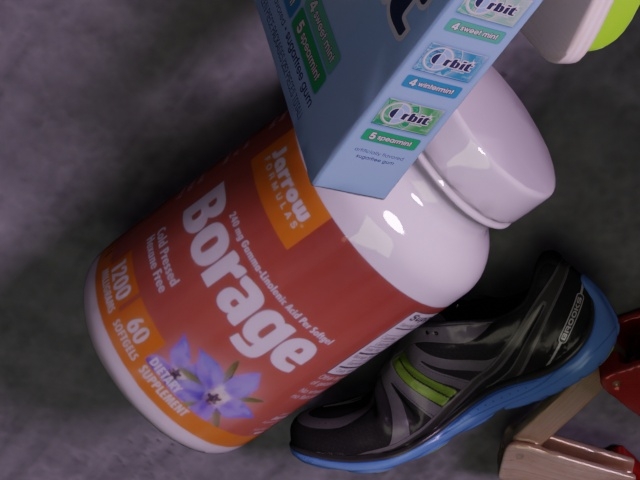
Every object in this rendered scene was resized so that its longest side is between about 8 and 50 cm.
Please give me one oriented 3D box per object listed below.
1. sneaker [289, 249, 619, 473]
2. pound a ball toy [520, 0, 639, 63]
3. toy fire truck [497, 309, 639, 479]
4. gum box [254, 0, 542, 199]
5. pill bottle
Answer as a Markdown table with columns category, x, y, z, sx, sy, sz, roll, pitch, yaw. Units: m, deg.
| category | x | y | z | sx | sy | sz | roll | pitch | yaw |
| --- | --- | --- | --- | --- | --- | --- | --- | --- | --- |
| sneaker | 0.062 | 0.062 | 1.034 | 0.188 | 0.067 | 0.078 | -29 | 98 | 22 |
| pound a ball toy | 0.193 | -0.192 | 0.820 | 0.208 | 0.136 | 0.319 | -1 | 131 | -27 |
| toy fire truck | 0.143 | 0.129 | 1.080 | 0.192 | 0.047 | 0.135 | -32 | 118 | 23 |
| gum box | 0.039 | -0.135 | 0.816 | 0.041 | 0.157 | 0.184 | 11 | 134 | -31 |
| pill bottle | 0.000 | 0.000 | 0.947 | 0.216 | 0.121 | 0.121 | -36 | 117 | 24 |
